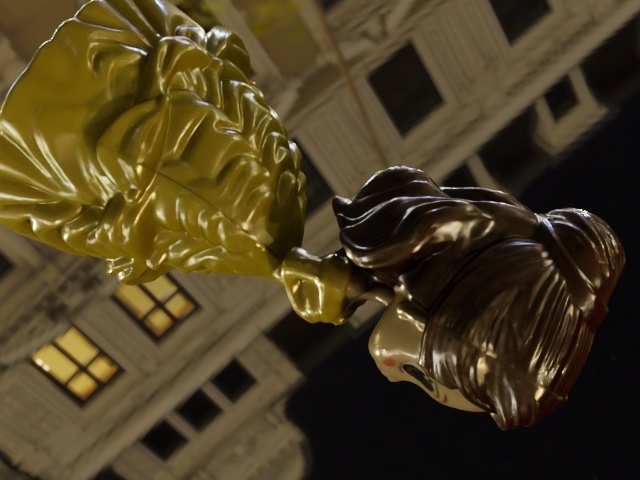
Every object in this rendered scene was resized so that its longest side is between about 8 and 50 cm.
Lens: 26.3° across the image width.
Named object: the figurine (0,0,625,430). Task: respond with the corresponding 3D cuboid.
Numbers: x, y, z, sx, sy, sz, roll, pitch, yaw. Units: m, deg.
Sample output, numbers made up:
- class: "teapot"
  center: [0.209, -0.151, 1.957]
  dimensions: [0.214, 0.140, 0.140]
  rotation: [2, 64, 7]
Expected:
- class: "figurine"
  center: [-0.002, 0.004, 0.752]
  dimensions: [0.315, 0.187, 0.168]
  rotation: [30, -114, 15]
